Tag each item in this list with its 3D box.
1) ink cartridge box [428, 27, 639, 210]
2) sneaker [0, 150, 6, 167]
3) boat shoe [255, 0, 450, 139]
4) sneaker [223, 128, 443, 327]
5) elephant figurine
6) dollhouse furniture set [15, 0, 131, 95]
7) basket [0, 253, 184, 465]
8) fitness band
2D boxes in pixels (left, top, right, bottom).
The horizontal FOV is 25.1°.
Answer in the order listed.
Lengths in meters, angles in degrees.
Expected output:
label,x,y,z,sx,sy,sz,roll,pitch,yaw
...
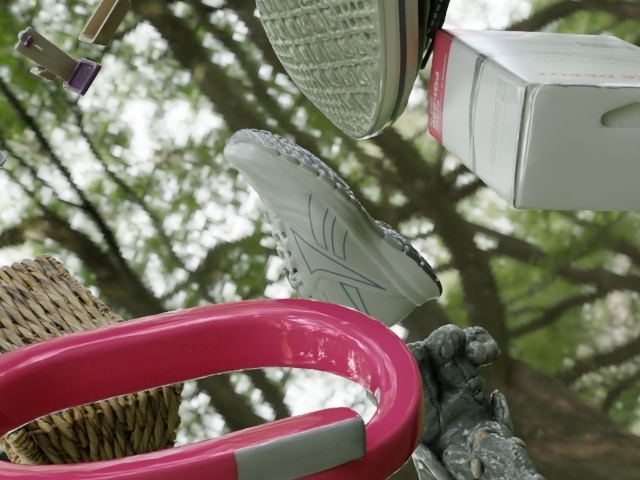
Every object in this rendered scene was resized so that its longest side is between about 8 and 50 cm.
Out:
label,x,y,z,sx,sy,sz,roll,pitch,yaw
ink cartridge box,0.183,-0.092,1.049,0.218,0.158,0.092,-126,38,-70
sneaker,-0.381,-0.022,1.405,0.153,0.282,0.099,-28,-34,10
boat shoe,0.053,-0.258,1.134,0.156,0.187,0.500,-34,-25,-23
sneaker,0.000,0.000,1.528,0.129,0.297,0.111,-45,22,5
elephant figurine,0.164,0.229,1.605,0.169,0.239,0.186,-40,-21,23
dollhouse furniture set,-0.254,-0.217,1.417,0.081,0.091,0.114,34,-96,-38
basket,-0.326,0.183,1.573,0.223,0.299,0.214,-16,-51,-41
fitness band,-0.080,0.102,0.832,0.290,0.209,0.054,-10,-70,-18
